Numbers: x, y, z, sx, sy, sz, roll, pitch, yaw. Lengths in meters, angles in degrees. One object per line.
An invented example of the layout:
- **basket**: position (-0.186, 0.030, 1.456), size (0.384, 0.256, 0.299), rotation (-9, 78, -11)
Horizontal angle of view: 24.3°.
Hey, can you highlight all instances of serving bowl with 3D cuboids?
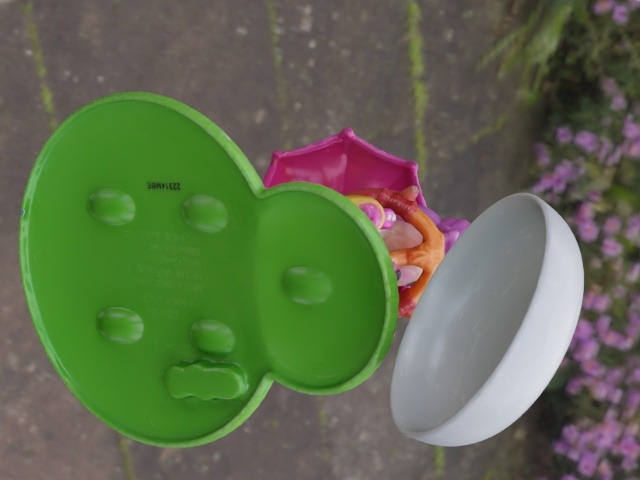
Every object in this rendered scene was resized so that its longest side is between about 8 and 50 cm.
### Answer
- **serving bowl**: position (0.055, 0.028, 0.456), size (0.027, 0.083, 0.083), rotation (29, 84, -17)

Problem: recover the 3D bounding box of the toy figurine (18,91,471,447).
- **toy figurine**: position (0.000, 0.000, 0.580), size (0.159, 0.173, 0.130), rotation (-15, 104, -51)
